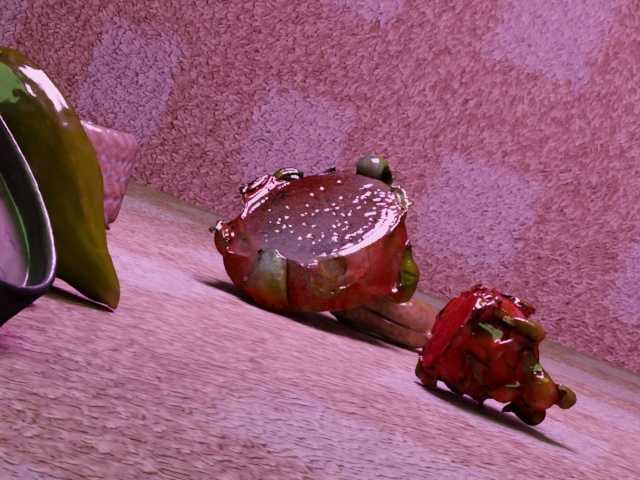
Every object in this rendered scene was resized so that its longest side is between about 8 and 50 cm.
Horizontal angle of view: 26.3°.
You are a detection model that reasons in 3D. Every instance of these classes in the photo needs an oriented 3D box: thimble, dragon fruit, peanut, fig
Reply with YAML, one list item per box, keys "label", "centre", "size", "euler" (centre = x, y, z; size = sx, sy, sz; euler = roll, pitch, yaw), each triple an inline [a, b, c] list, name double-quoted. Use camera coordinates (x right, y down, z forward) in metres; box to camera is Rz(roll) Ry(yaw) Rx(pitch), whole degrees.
- label: "thimble"
  centre: [-0.366, -0.106, 1.922]
  size: [0.196, 0.148, 0.229]
  euler: [17, 1, -22]
- label: "dragon fruit"
  centre: [0.000, 0.000, 1.805]
  size: [0.268, 0.130, 0.295]
  euler: [26, 48, 36]
- label: "peanut"
  centre: [0.086, 0.096, 1.863]
  size: [0.174, 0.080, 0.080]
  euler: [24, 3, 6]
- label: "fig"
  centre: [-0.274, -0.045, 1.249]
  size: [0.275, 0.206, 0.206]
  euler: [44, 7, 10]
- label: "dragon fruit"
  centre: [0.192, 0.127, 1.492]
  size: [0.207, 0.133, 0.150]
  euler: [34, 11, 37]

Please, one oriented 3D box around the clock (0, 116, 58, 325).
- label: "clock"
  centre: [-0.277, -0.066, 0.915]
  size: [0.281, 0.055, 0.280]
  euler: [57, 8, -13]
